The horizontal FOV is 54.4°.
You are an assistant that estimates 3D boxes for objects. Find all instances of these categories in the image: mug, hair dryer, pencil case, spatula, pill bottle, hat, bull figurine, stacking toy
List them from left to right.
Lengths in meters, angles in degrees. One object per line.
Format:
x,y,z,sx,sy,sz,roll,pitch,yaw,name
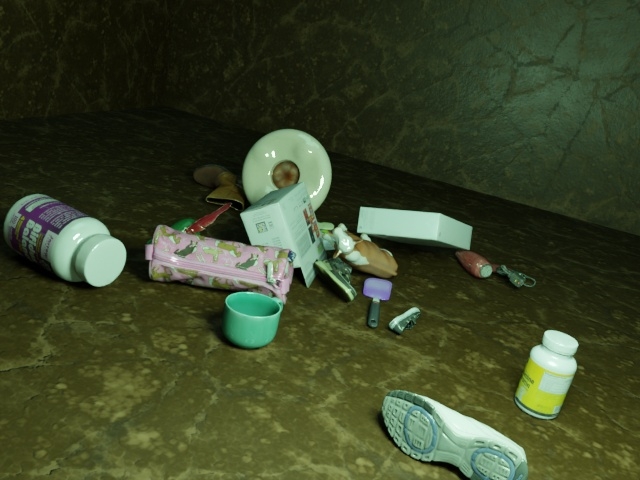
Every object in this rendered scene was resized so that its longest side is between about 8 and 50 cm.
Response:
-0.638,0.004,1.565,0.301,0.170,0.169,22,21,27,pill bottle
-0.405,-0.057,1.860,0.208,0.184,0.173,1,22,-30,hat
-0.264,0.065,1.652,0.385,0.167,0.160,11,54,-2,pencil case
-0.151,0.191,1.445,0.157,0.098,0.129,4,20,-24,mug
-0.085,-0.235,2.514,0.350,0.351,0.480,17,2,13,stacking toy
0.117,0.030,1.958,0.310,0.101,0.188,31,12,-38,bull figurine
0.157,0.177,1.781,0.084,0.031,0.296,13,19,4,spatula
0.612,0.109,2.237,0.293,0.080,0.223,29,8,27,hair dryer
0.515,0.302,1.408,0.103,0.184,0.103,11,18,-4,pill bottle

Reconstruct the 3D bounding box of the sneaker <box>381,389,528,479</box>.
0.254,0.379,1.195,0.297,0.111,0.129,26,7,25,sneaker

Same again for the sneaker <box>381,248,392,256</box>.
0.176,0.050,2.128,0.134,0.051,0.070,22,22,35,sneaker

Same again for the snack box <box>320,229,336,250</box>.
0.000,0.000,2.176,0.141,0.037,0.100,-6,25,-42,snack box

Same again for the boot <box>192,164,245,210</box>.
-0.410,-0.199,2.468,0.263,0.096,0.280,19,26,-3,boot

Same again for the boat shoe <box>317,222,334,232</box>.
-0.018,-0.047,2.301,0.132,0.042,0.049,10,39,-7,boat shoe

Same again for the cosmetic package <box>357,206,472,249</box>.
0.338,-0.038,2.171,0.284,0.098,0.377,9,-1,29,cosmetic package

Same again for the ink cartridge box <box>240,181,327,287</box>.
-0.101,-0.011,1.933,0.129,0.272,0.309,-15,12,17,ink cartridge box

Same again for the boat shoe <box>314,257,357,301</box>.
0.054,0.103,1.824,0.073,0.080,0.223,-32,29,-12,boat shoe

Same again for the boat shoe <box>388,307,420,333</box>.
0.235,0.221,1.689,0.040,0.049,0.142,43,32,23,boat shoe

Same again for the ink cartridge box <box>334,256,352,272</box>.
0.074,0.073,2.025,0.062,0.029,0.115,14,19,3,ink cartridge box
